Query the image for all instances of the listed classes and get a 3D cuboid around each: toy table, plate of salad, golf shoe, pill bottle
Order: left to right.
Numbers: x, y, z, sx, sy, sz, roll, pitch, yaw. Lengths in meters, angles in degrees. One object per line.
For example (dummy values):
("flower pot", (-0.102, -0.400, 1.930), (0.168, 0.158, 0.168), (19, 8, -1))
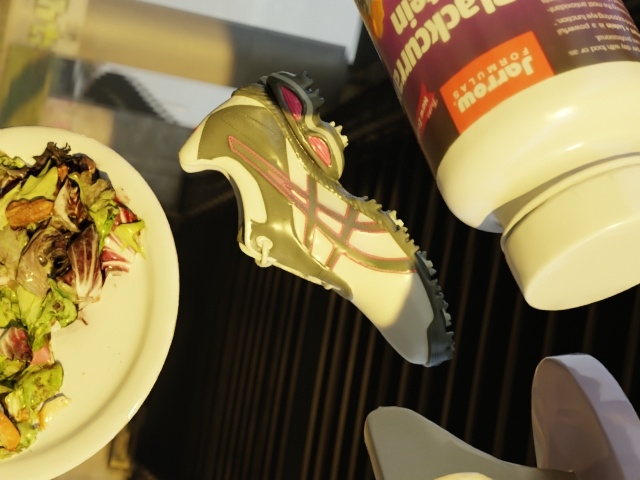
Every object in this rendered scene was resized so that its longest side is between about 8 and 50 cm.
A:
("plate of salad", (-0.171, 0.030, 0.708), (0.048, 0.200, 0.200), (45, 51, -67))
("golf shoe", (0.000, 0.000, 1.078), (0.273, 0.120, 0.105), (55, -13, 0))
("toy table", (0.134, 0.212, 0.899), (0.274, 0.161, 0.252), (-109, -165, -47))
("pill bottle", (0.089, -0.071, 0.597), (0.193, 0.108, 0.108), (68, -27, 25))
